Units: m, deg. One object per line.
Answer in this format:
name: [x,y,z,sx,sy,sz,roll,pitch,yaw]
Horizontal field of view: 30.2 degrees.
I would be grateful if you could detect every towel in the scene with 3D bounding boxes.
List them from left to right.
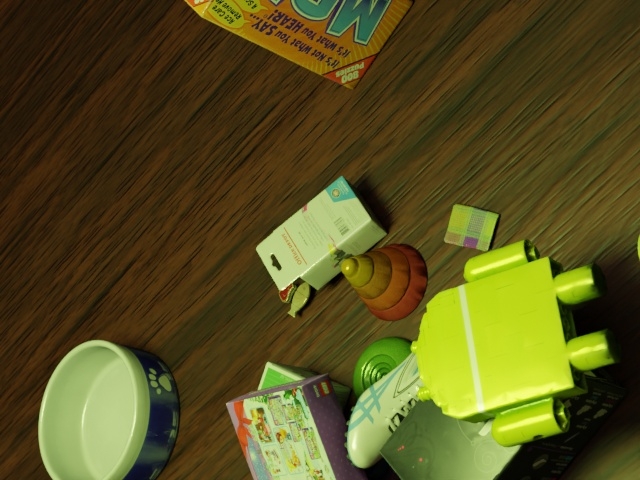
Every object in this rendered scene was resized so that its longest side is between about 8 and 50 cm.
towel: [0.219,-0.019,1.725,0.083,0.009,0.060,14,86,42]

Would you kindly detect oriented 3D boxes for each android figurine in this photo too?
android figurine: [0.227,0.126,1.448,0.272,0.056,0.248,-24,62,31]

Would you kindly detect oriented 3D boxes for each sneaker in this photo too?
sneaker: [0.122,0.218,1.627,0.237,0.085,0.086,-45,25,-25]

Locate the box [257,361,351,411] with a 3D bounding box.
box: [-0.030,0.244,1.801,0.101,0.102,0.087,20,92,41]

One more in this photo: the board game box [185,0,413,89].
board game box: [-0.052,-0.521,1.877,0.356,0.356,0.356,-55,50,15]

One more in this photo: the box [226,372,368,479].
box: [-0.014,0.345,1.677,0.201,0.057,0.293,-21,89,51]

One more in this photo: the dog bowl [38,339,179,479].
dog bowl: [-0.372,0.313,2.076,0.265,0.104,0.265,-14,68,38]

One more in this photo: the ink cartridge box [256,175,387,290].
ink cartridge box: [0.000,0.000,1.849,0.181,0.061,0.104,-38,53,9]

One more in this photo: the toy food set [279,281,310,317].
toy food set: [-0.027,0.057,1.909,0.078,0.019,0.122,43,105,40]

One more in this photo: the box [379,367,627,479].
box: [0.235,0.237,1.544,0.270,0.143,0.165,-55,49,15]

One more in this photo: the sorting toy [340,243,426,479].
sorting toy: [0.069,0.169,1.722,0.127,0.126,0.366,-10,70,39]

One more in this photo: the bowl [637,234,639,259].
bowl: [0.512,0.056,1.328,0.289,0.289,0.156,12,128,42]
